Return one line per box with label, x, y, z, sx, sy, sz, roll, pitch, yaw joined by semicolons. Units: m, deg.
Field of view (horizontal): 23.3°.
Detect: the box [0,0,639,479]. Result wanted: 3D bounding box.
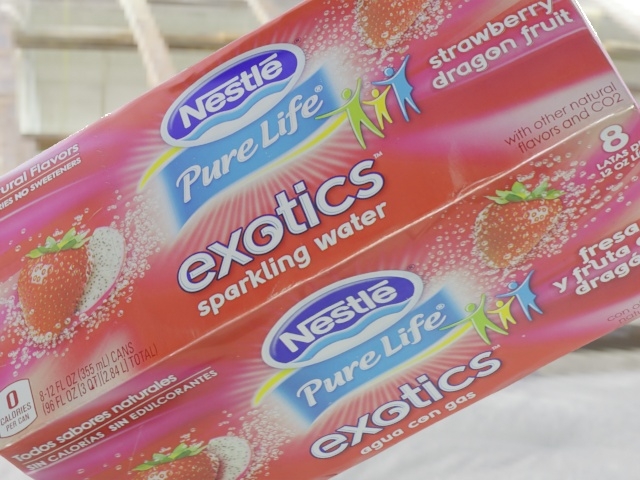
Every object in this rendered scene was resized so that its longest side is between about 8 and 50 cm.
box;0.000;0.000;0.601;0.257;0.122;0.128;-28;-130;9
